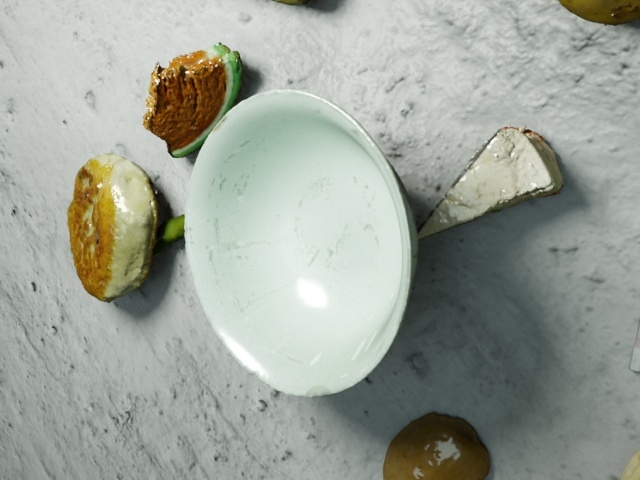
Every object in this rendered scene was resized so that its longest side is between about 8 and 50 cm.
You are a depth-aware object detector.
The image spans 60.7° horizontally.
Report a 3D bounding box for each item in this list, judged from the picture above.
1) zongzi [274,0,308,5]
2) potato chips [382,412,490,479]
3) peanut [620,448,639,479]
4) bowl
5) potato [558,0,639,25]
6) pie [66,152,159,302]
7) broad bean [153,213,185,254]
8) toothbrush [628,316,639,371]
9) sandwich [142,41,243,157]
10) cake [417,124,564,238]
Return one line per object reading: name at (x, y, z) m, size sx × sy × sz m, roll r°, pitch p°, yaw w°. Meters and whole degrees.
zongzi at (-0.106, -0.544, 0.842) m, size 0.286 × 0.138 × 0.300 m, roll 26°, pitch 129°, yaw 22°
potato chips at (0.181, 0.377, 0.895) m, size 0.150 × 0.049 × 0.202 m, roll 48°, pitch 109°, yaw 9°
peanut at (0.423, 0.378, 0.710) m, size 0.149 × 0.149 × 0.313 m, roll 42°, pitch 114°, yaw 17°
bowl at (0.000, 0.000, 0.843) m, size 0.434 × 0.196 × 0.435 m, roll 7°, pitch 100°, yaw 39°
potato at (0.304, -0.419, 0.662) m, size 0.369 × 0.176 × 0.195 m, roll 45°, pitch 156°, yaw 15°
pie at (-0.446, -0.032, 1.132) m, size 0.315 × 0.092 × 0.315 m, roll 2°, pitch 93°, yaw 44°
broad bean at (-0.279, -0.025, 1.092) m, size 0.256 × 0.053 × 0.052 m, roll -21°, pitch 45°, yaw 27°
toothbrush at (0.439, 0.083, 0.732) m, size 0.014 × 0.017 × 0.194 m, roll 10°, pitch 101°, yaw 26°
sandwich at (-0.241, -0.254, 0.994) m, size 0.079 × 0.159 × 0.235 m, roll 64°, pitch 143°, yaw 30°
cake at (0.221, -0.087, 0.788) m, size 0.220 × 0.086 × 0.117 m, roll -20°, pitch 87°, yaw 29°
